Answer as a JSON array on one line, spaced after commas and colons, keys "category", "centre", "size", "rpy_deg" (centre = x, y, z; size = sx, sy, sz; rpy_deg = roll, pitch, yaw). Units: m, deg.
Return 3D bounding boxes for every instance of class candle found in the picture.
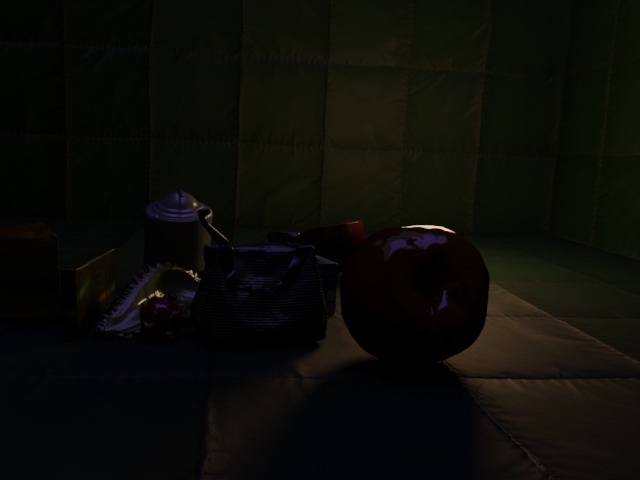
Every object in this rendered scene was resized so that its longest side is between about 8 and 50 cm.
[{"category": "candle", "centre": [-0.452, -0.015, 1.957], "size": [0.221, 0.342, 0.221], "rpy_deg": [7, 21, -3]}]

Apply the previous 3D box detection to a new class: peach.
[{"category": "peach", "centre": [0.213, 0.124, 1.403], "size": [0.343, 0.343, 0.301], "rpy_deg": [2, -21, -9]}]

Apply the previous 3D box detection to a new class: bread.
[{"category": "bread", "centre": [-0.857, 0.093, 1.543], "size": [0.361, 0.233, 0.245], "rpy_deg": [-6, 13, -29]}]

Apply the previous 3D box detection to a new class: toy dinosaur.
[{"category": "toy dinosaur", "centre": [-0.286, 0.061, 1.711], "size": [0.301, 0.087, 0.447], "rpy_deg": [12, -36, -33]}]

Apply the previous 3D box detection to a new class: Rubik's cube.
[{"category": "Rubik's cube", "centre": [-0.050, 0.129, 1.797], "size": [0.151, 0.155, 0.154], "rpy_deg": [1, 9, -24]}]

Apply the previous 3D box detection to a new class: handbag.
[{"category": "handbag", "centre": [-0.150, 0.122, 1.534], "size": [0.340, 0.240, 0.247], "rpy_deg": [-1, 4, -16]}]

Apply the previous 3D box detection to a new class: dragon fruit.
[{"category": "dragon fruit", "centre": [-0.379, 0.173, 1.474], "size": [0.112, 0.068, 0.126], "rpy_deg": [17, 31, -9]}]

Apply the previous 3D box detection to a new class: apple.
[{"category": "apple", "centre": [0.000, 0.000, 2.292], "size": [0.329, 0.295, 0.365], "rpy_deg": [33, 15, 16]}]

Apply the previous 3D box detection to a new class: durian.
[{"category": "durian", "centre": [-0.439, 0.183, 1.612], "size": [0.198, 0.163, 0.394], "rpy_deg": [46, 27, 13]}]

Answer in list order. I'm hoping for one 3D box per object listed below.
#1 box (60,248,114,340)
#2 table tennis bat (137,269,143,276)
[{"category": "box", "centre": [-0.586, 0.127, 1.565], "size": [0.043, 0.173, 0.311], "rpy_deg": [1, 8, -3]}, {"category": "table tennis bat", "centre": [-0.509, 0.121, 2.115], "size": [0.237, 0.038, 0.149], "rpy_deg": [2, 11, -26]}]
